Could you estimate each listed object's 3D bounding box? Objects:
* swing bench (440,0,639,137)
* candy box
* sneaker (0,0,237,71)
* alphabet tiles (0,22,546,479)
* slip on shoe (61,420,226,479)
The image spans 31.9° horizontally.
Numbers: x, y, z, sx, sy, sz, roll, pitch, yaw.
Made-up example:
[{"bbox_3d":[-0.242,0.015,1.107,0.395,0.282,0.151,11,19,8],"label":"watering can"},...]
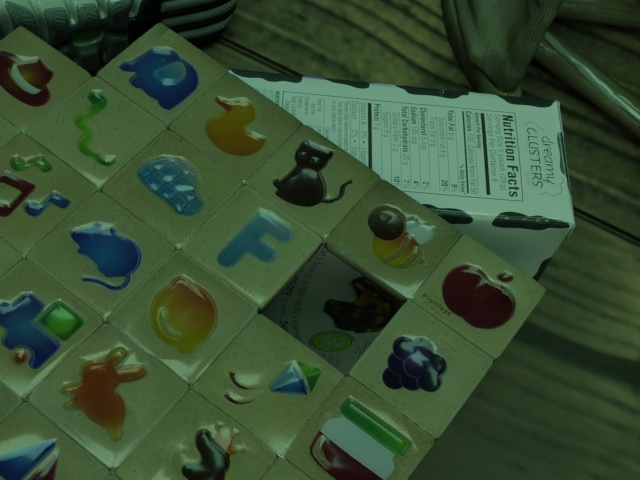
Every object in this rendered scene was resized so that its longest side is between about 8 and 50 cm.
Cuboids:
[{"bbox_3d":[0.197,-0.165,0.587,0.255,0.253,0.165,23,65,3],"label":"swing bench"},{"bbox_3d":[0.000,0.000,0.533,0.196,0.164,0.070,5,58,-6],"label":"candy box"},{"bbox_3d":[-0.172,-0.157,0.635,0.229,0.086,0.132,-14,64,-24],"label":"sneaker"},{"bbox_3d":[-0.065,0.017,0.410,0.237,0.009,0.198,35,61,13],"label":"alphabet tiles"},{"bbox_3d":[-0.162,0.051,0.496,0.331,0.101,0.123,29,29,30],"label":"slip on shoe"}]
